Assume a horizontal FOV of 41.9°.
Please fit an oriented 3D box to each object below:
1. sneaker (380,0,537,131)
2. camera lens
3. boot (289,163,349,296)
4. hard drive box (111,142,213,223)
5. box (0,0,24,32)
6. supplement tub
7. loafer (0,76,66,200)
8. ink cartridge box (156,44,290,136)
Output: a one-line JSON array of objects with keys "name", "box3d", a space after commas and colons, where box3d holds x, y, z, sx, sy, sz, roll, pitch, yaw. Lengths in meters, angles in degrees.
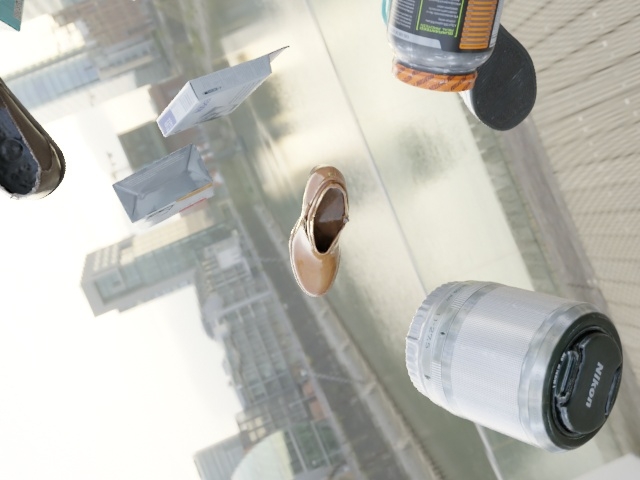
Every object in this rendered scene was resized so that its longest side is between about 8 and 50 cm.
[{"name": "sneaker", "box3d": [0.182, -0.285, 1.169, 0.295, 0.124, 0.178, 43, -168, -43]}, {"name": "camera lens", "box3d": [0.295, 0.182, 1.267, 0.274, 0.219, 0.219, 12, 130, 49]}, {"name": "boot", "box3d": [0.000, 0.000, 1.107, 0.152, 0.073, 0.197, -111, 21, -74]}, {"name": "hard drive box", "box3d": [-0.316, -0.105, 1.722, 0.089, 0.181, 0.232, 62, 174, -1]}, {"name": "box", "box3d": [-0.584, -0.369, 1.257, 0.100, 0.244, 0.060, -28, -54, -89]}, {"name": "supplement tub", "box3d": [0.132, -0.257, 0.861, 0.117, 0.117, 0.190, -121, 34, -57]}, {"name": "loafer", "box3d": [-0.487, -0.194, 1.126, 0.366, 0.134, 0.130, 45, 180, -23]}, {"name": "ink cartridge box", "box3d": [-0.181, -0.283, 1.600, 0.045, 0.224, 0.223, 63, 153, -2]}]
